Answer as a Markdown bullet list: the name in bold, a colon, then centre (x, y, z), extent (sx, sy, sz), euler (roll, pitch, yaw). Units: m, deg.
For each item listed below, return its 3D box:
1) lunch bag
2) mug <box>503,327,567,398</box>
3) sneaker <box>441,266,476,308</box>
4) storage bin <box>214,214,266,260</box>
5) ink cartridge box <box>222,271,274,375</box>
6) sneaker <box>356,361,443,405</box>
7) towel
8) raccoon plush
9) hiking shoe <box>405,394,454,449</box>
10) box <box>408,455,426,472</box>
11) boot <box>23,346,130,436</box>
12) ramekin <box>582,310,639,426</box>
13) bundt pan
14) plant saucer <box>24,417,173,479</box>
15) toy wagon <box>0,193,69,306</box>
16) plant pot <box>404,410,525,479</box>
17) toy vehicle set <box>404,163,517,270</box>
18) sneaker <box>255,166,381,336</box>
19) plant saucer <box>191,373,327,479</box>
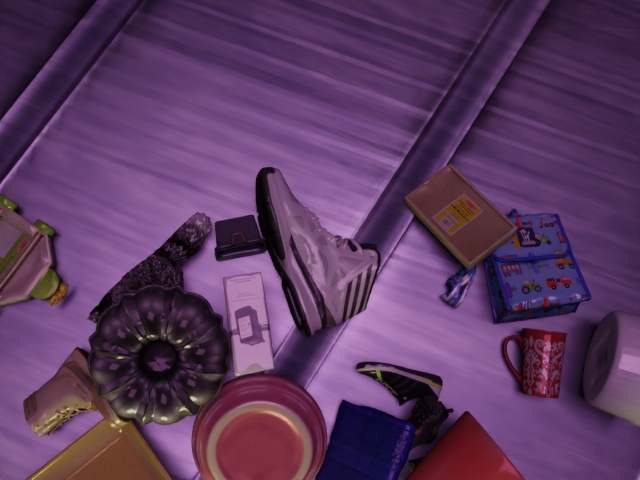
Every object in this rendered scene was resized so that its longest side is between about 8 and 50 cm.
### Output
- **lunch bag**: centre (0.552, 0.053, 1.845), extent (0.221, 0.138, 0.293), euler (-8, 67, -4)
- **mug**: centre (0.563, 0.317, 1.805), extent (0.113, 0.150, 0.169), euler (12, 81, -39)
- **sneaker**: centre (0.371, 0.107, 1.844), extent (0.059, 0.053, 0.144), euler (26, 77, 4)
- **storage bin**: centre (-0.217, -0.012, 1.812), extent (0.135, 0.098, 0.091), euler (-12, 70, -6)
- **ink cartridge box**: centre (-0.178, 0.211, 1.725), extent (0.100, 0.172, 0.237), euler (-8, 80, -6)
- **sneaker**: centre (0.202, 0.371, 1.765), extent (0.235, 0.084, 0.097), euler (14, 80, -1)
- **towel**: centre (0.101, 0.564, 1.685), extent (0.228, 0.076, 0.308), euler (10, 74, 44)
- **raccoon plush**: centre (-0.346, 0.170, 1.717), extent (0.299, 0.216, 0.446), euler (43, 79, -3)
- **hiking shoe**: centre (0.239, 0.493, 1.739), extent (0.227, 0.086, 0.114), euler (-45, 128, 12)
- **box**: centre (0.315, 0.626, 1.725), extent (0.147, 0.077, 0.180), euler (-13, 80, -6)
- **boot**: centre (-0.591, 0.407, 1.665), extent (0.203, 0.095, 0.262), euler (-44, 57, -9)
- **ramekin**: centre (0.762, 0.308, 1.725), extent (0.135, 0.277, 0.277), euler (17, 78, 7)
- **bundt pan**: centre (-0.359, 0.264, 1.545), extent (0.331, 0.124, 0.331), euler (0, 90, -10)
- **plant saucer**: centre (-0.510, 0.633, 1.650), extent (0.333, 0.081, 0.333), euler (-38, 73, -10)
- **toy wagon**: centre (-0.793, 0.058, 1.769), extent (0.344, 0.068, 0.267), euler (33, 79, 2)
- **plant pot**: centre (0.331, 0.572, 1.580), extent (0.243, 0.275, 0.275), euler (-38, 84, 0)
- **toy vehicle set**: centre (0.369, -0.067, 1.840), extent (0.166, 0.035, 0.267), euler (-35, 63, -9)
- **sneaker**: centre (0.000, 0.001, 1.806), extent (0.257, 0.169, 0.447), euler (-18, 89, -16)
- **plant saucer**: centre (-0.146, 0.491, 1.669), extent (0.332, 0.084, 0.332), euler (-1, 98, -6)
